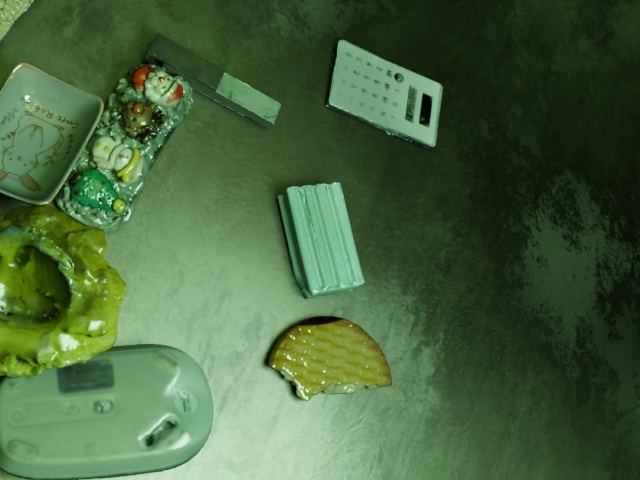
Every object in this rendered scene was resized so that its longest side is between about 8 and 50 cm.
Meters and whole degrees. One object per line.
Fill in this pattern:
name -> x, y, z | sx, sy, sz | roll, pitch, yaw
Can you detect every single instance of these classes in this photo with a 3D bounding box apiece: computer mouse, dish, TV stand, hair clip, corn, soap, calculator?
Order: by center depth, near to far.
computer mouse -> -0.322, 0.255, 1.224 | 0.331, 0.095, 0.197 | 0, 59, -19
dish -> -0.449, -0.154, 1.286 | 0.151, 0.077, 0.212 | 25, 64, -9
corn -> -0.522, -0.377, 1.322 | 0.087, 0.087, 0.211 | 35, 62, -14
hair clip -> -0.315, -0.174, 1.363 | 0.138, 0.091, 0.321 | 29, 62, -14
soap -> 0.000, 0.000, 1.491 | 0.114, 0.063, 0.198 | -7, 78, -28
TV stand -> -0.194, -0.285, 1.493 | 0.256, 0.040, 0.049 | 27, 63, -18
calculator -> 0.136, -0.295, 1.683 | 0.262, 0.021, 0.161 | 18, 67, -22

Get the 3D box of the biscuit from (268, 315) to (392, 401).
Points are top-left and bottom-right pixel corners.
biscuit -> 0.024, 0.219, 1.454 | 0.228, 0.031, 0.176 | 36, 62, -16

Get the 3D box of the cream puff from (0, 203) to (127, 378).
cream puff -> -0.410, 0.061, 1.161 | 0.282, 0.185, 0.282 | 10, 53, -14
